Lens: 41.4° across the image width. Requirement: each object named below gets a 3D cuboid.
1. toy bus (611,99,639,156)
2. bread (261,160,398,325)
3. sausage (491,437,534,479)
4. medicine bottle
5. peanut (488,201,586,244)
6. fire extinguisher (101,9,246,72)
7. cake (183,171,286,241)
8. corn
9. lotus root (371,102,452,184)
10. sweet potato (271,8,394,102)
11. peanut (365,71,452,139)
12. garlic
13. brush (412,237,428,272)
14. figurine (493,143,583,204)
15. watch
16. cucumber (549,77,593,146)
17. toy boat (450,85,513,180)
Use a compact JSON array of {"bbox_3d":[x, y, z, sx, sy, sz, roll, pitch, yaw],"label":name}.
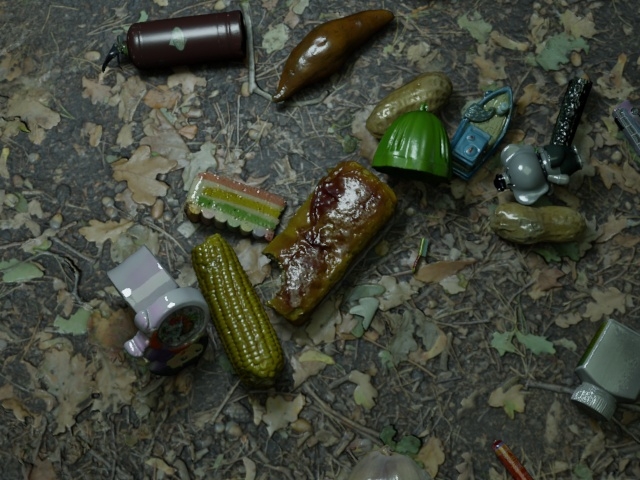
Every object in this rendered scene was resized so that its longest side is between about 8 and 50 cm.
[{"bbox_3d":[0.720,-0.256,1.946,0.052,0.037,0.130,-28,77,0],"label":"toy bus"},{"bbox_3d":[0.000,0.000,1.879,0.185,0.109,0.380,38,82,11],"label":"bread"},{"bbox_3d":[0.402,0.469,1.771,0.034,0.034,0.129,-34,76,-6],"label":"sausage"},{"bbox_3d":[0.611,0.278,1.782,0.132,0.088,0.188,32,79,11],"label":"medicine bottle"},{"bbox_3d":[0.481,-0.035,1.876,0.214,0.099,0.099,2,75,-3],"label":"peanut"},{"bbox_3d":[-0.348,-0.464,2.011,0.337,0.114,0.135,-6,54,2],"label":"fire extinguisher"},{"bbox_3d":[-0.198,-0.080,1.921,0.225,0.090,0.109,14,73,6],"label":"cake"},{"bbox_3d":[-0.181,0.154,1.843,0.120,0.120,0.363,-23,74,-3],"label":"corn"},{"bbox_3d":[0.216,-0.222,1.875,0.186,0.186,0.186,-1,75,3],"label":"lotus root"},{"bbox_3d":[0.015,-0.452,1.999,0.359,0.112,0.112,-43,77,-5],"label":"sweet potato"},{"bbox_3d":[0.207,-0.308,1.955,0.226,0.095,0.108,-30,72,-4],"label":"peanut"},{"bbox_3d":[0.143,0.540,1.730,0.217,0.110,0.228,-22,75,1],"label":"garlic"},{"bbox_3d":[0.225,0.035,1.902,0.021,0.019,0.083,19,75,-2],"label":"brush"},{"bbox_3d":[0.477,-0.154,1.874,0.192,0.126,0.147,-16,70,7],"label":"figurine"},{"bbox_3d":[-0.358,0.148,1.822,0.196,0.244,0.231,-40,55,-10],"label":"watch"},{"bbox_3d":[0.569,-0.268,1.946,0.052,0.058,0.214,23,81,-22],"label":"cucumber"},{"bbox_3d":[0.367,-0.254,1.932,0.109,0.098,0.238,33,79,7],"label":"toy boat"}]
